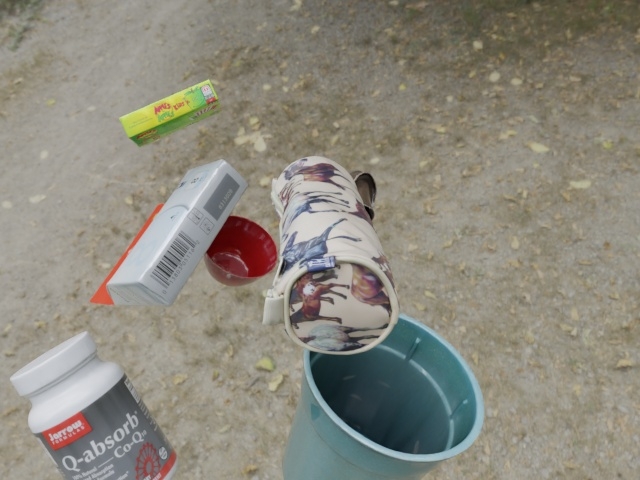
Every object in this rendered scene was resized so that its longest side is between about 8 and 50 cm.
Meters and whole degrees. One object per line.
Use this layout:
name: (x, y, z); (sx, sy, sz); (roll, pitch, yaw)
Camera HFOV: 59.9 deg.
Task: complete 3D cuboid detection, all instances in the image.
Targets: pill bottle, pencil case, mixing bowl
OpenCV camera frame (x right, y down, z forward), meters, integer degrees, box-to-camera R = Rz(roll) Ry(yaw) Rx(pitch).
pill bottle: (-0.482, 0.394, 1.189); (0.210, 0.363, 0.210); (-28, 10, 5)
pencil case: (0.000, 0.000, 0.906); (0.183, 0.160, 0.410); (12, 26, -13)
mixing bowl: (-0.200, 0.040, 1.296); (0.181, 0.098, 0.182); (18, 45, -19)

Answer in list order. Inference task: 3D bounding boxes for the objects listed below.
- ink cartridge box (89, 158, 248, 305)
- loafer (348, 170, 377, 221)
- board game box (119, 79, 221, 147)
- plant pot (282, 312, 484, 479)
ink cartridge box: (-0.362, -0.010, 1.197); (0.384, 0.091, 0.308); (-5, 49, 45)
loafer: (0.084, -0.052, 1.365); (0.130, 0.134, 0.366); (-9, 35, 31)
board game box: (-0.286, -0.244, 1.077); (0.181, 0.043, 0.092); (-26, 1, -6)
plant pot: (0.085, 0.364, 1.084); (0.340, 0.334, 0.341); (14, 35, -10)
